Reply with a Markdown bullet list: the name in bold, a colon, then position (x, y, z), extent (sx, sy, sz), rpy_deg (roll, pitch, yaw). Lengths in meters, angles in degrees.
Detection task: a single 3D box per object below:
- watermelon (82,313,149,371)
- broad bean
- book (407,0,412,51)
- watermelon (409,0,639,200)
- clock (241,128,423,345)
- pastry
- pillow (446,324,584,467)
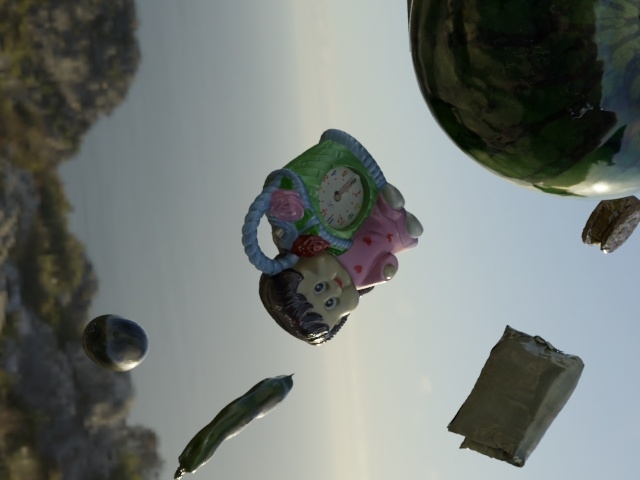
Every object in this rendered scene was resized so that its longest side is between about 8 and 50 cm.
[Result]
- **watermelon**: position (-0.282, 0.140, 1.801), extent (0.111, 0.078, 0.078), rpy_deg (30, 50, -57)
- **broad bean**: position (-0.122, 0.261, 1.928), extent (0.254, 0.046, 0.065), rpy_deg (-37, 148, -36)
- **book**: position (0.229, -0.350, 2.036), extent (0.289, 0.026, 0.201), rpy_deg (31, -46, 47)
- **watermelon**: position (0.255, -0.203, 1.297), extent (0.363, 0.363, 0.363), rpy_deg (-5, 90, -89)
- **clock**: position (0.000, 0.000, 1.478), extent (0.100, 0.195, 0.194), rpy_deg (10, -38, 55)
- **pastry**: position (0.435, -0.028, 1.948), extent (0.097, 0.057, 0.109), rpy_deg (-29, 147, -47)
- **pillow**: position (0.265, 0.217, 1.784), extent (0.134, 0.181, 0.078), rpy_deg (20, -19, 48)
